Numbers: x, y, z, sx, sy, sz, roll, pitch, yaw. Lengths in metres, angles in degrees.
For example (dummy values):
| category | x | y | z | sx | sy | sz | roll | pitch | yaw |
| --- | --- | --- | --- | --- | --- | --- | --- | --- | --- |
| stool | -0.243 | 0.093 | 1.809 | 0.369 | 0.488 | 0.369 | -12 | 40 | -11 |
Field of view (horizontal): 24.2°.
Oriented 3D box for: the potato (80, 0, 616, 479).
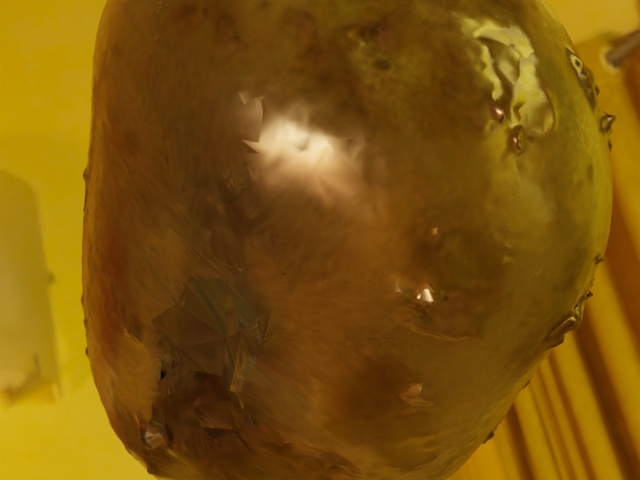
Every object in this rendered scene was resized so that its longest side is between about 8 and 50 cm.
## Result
| category | x | y | z | sx | sy | sz | roll | pitch | yaw |
| --- | --- | --- | --- | --- | --- | --- | --- | --- | --- |
| potato | 0.000 | 0.000 | 0.595 | 0.173 | 0.210 | 0.307 | -43 | -18 | -40 |
